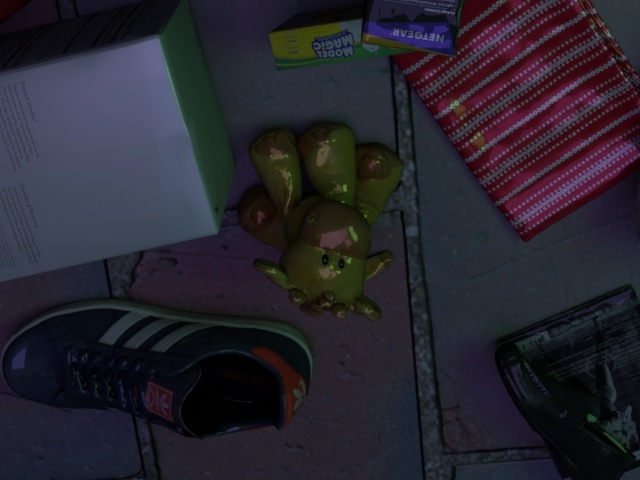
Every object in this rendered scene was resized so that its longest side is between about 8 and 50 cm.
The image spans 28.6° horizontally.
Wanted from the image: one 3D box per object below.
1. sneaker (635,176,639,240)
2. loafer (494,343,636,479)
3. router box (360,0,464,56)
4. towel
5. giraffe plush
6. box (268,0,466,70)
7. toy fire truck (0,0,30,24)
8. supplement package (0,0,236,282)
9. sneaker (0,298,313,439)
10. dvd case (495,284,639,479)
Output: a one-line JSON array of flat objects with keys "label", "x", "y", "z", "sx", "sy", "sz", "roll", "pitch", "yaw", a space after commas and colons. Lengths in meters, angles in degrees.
[{"label": "sneaker", "x": 0.431, "y": -0.128, "z": 1.262, "sx": 0.180, "sy": 0.124, "sz": 0.321, "roll": 6, "pitch": 102, "yaw": -23}, {"label": "loafer", "x": 0.272, "y": 0.190, "z": 1.397, "sx": 0.078, "sy": 0.076, "sz": 0.223, "roll": -36, "pitch": 113, "yaw": 10}, {"label": "router box", "x": 0.092, "y": -0.315, "z": 1.072, "sx": 0.081, "sy": 0.309, "sz": 0.243, "roll": 8, "pitch": 112, "yaw": 0}, {"label": "towel", "x": 0.219, "y": -0.150, "z": 1.293, "sx": 0.199, "sy": 0.031, "sz": 0.275, "roll": -33, "pitch": 109, "yaw": 15}, {"label": "giraffe plush", "x": 0.000, "y": 0.000, "z": 1.285, "sx": 0.181, "sy": 0.170, "sz": 0.210, "roll": -4, "pitch": 113, "yaw": 3}, {"label": "box", "x": 0.051, "y": -0.205, "z": 1.212, "sx": 0.179, "sy": 0.105, "sz": 0.043, "roll": -7, "pitch": 109, "yaw": 19}, {"label": "toy fire truck", "x": -0.305, "y": -0.330, "z": 1.177, "sx": 0.246, "sy": 0.158, "sz": 0.217, "roll": -20, "pitch": 111, "yaw": 21}, {"label": "supplement package", "x": -0.240, "y": -0.102, "z": 1.230, "sx": 0.263, "sy": 0.198, "sz": 0.199, "roll": -12, "pitch": 112, "yaw": 7}, {"label": "sneaker", "x": -0.185, "y": 0.150, "z": 1.366, "sx": 0.350, "sy": 0.148, "sz": 0.131, "roll": -1, "pitch": 113, "yaw": 2}, {"label": "dvd case", "x": 0.319, "y": 0.174, "z": 1.437, "sx": 0.164, "sy": 0.018, "sz": 0.221, "roll": -24, "pitch": 110, "yaw": 11}]
